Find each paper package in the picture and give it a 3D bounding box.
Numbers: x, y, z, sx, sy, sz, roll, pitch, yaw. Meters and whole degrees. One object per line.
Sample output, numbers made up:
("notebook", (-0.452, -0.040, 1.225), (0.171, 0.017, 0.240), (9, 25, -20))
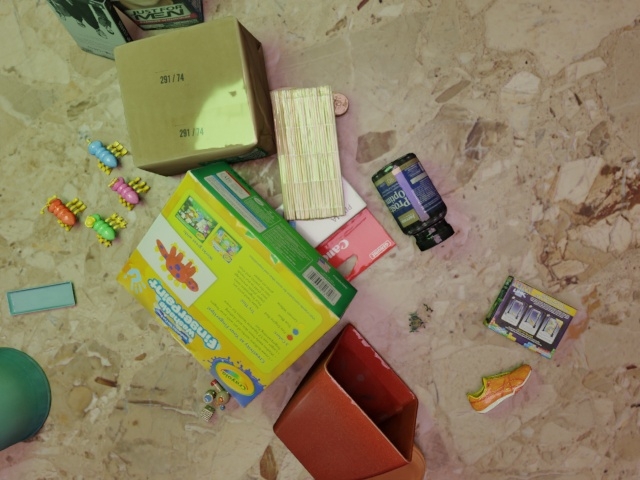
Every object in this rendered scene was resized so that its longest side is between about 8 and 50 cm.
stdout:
("paper package", (-0.294, -0.332, 1.155), (0.324, 0.168, 0.310), (-9, 92, 12))

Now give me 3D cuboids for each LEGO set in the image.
("LEGO set", (0.250, 0.200, 1.219), (0.083, 0.023, 0.054), (-33, 91, -7))

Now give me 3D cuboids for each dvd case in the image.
("dvd case", (-0.547, -0.518, 1.154), (0.179, 0.239, 0.030), (20, 77, 4))

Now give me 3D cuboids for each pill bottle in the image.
("pill bottle", (0.227, -0.090, 1.155), (0.122, 0.123, 0.219), (-31, 89, 6))

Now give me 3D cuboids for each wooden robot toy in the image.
("wooden robot toy", (-0.261, 0.399, 1.242), (0.173, 0.079, 0.076), (-44, 88, 5))

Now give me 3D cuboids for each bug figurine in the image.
("bug figurine", (-0.585, -0.119, 1.255), (0.216, 0.072, 0.279), (37, 95, 3))

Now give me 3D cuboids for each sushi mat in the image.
("sushi mat", (-0.030, -0.205, 1.153), (0.151, 0.019, 0.317), (-6, 95, 5))

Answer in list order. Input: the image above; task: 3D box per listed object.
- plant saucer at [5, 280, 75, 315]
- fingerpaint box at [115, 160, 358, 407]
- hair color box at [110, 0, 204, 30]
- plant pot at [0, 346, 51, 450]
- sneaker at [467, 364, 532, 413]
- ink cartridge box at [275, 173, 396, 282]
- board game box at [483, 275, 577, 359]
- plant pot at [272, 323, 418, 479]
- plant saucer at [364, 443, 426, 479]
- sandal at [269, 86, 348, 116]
("plant saucer", (-0.761, 0.157, 1.309), (0.191, 0.018, 0.067), (-10, 91, 6))
("fingerpaint box", (-0.202, 0.105, 1.132), (0.445, 0.163, 0.371), (44, 116, 3))
("hair color box", (-0.404, -0.596, 1.080), (0.173, 0.347, 0.105), (-4, 92, 6))
("plant pot", (-0.891, 0.436, 1.214), (0.271, 0.255, 0.272), (0, 92, 6))
("sneaker", (0.443, 0.357, 1.185), (0.175, 0.064, 0.067), (-37, 79, 3))
("ink cartridge box", (0.000, 0.000, 1.209), (0.296, 0.066, 0.261), (-39, 87, 6))
("board game box", (0.512, 0.187, 1.178), (0.170, 0.048, 0.141), (28, 92, 4))
("plant pot", (0.048, 0.406, 1.139), (0.235, 0.267, 0.267), (-42, 88, 19))
("plant saucer", (0.170, 0.584, 1.198), (0.199, 0.037, 0.200), (-2, 109, -7))
("sandal", (-0.051, -0.346, 1.192), (0.239, 0.079, 0.088), (1, 93, 5))
